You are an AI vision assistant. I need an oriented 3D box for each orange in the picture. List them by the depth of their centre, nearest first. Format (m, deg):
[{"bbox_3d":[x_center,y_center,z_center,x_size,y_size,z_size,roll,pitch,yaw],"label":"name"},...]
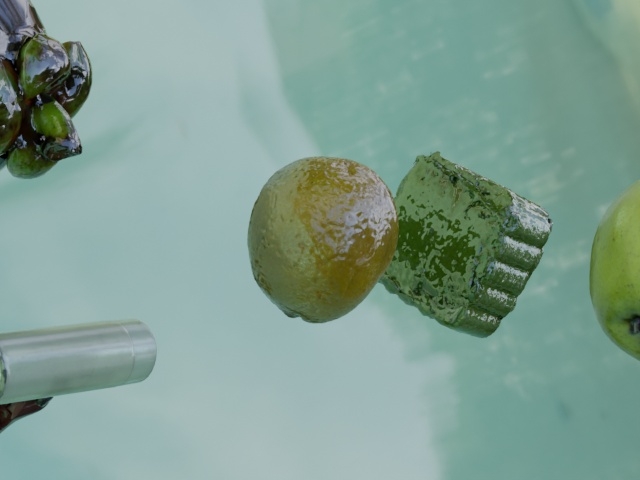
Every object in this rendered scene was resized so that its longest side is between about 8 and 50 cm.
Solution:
[{"bbox_3d":[0.000,0.000,0.854,0.085,0.095,0.085,18,22,-8],"label":"orange"}]

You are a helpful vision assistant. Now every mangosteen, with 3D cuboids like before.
[{"bbox_3d":[-0.444,-0.193,1.840,0.311,0.311,0.311,51,25,-36],"label":"mangosteen"}]

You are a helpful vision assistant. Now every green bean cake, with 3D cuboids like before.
[{"bbox_3d":[0.178,0.006,2.034,0.214,0.200,0.113,30,4,40],"label":"green bean cake"}]

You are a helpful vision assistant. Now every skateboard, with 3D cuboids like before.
[{"bbox_3d":[-0.356,0.192,1.674,0.067,0.151,0.080,50,1,9],"label":"skateboard"}]

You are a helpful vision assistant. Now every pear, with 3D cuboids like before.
[{"bbox_3d":[0.349,0.025,1.461,0.198,0.198,0.198,51,25,-36],"label":"pear"}]

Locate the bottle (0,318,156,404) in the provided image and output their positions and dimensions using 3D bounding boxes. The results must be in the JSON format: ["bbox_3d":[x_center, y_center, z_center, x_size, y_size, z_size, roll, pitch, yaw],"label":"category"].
[{"bbox_3d":[-0.260,0.120,1.543,0.201,0.072,0.072,-3,70,-50],"label":"bottle"}]
